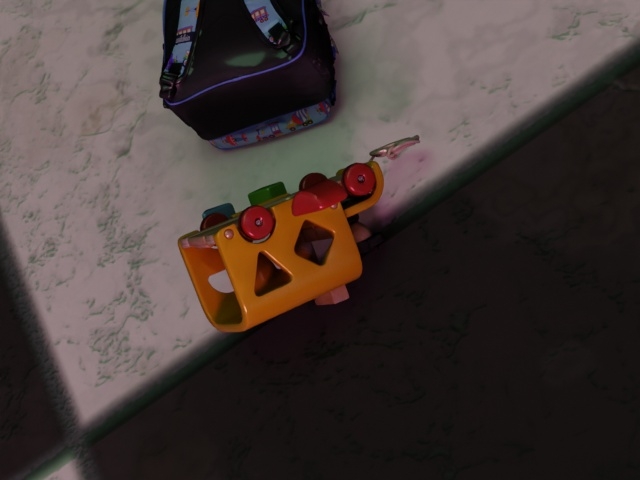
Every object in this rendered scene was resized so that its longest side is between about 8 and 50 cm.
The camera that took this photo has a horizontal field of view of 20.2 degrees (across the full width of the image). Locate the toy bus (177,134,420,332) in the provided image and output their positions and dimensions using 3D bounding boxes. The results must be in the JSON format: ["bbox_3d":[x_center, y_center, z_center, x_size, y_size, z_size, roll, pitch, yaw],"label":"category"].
[{"bbox_3d":[-0.012,0.005,1.483,0.202,0.191,0.104,-18,97,21],"label":"toy bus"}]

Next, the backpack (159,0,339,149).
[{"bbox_3d":[-0.065,-0.189,1.630,0.158,0.117,0.173,-18,54,20],"label":"backpack"}]
